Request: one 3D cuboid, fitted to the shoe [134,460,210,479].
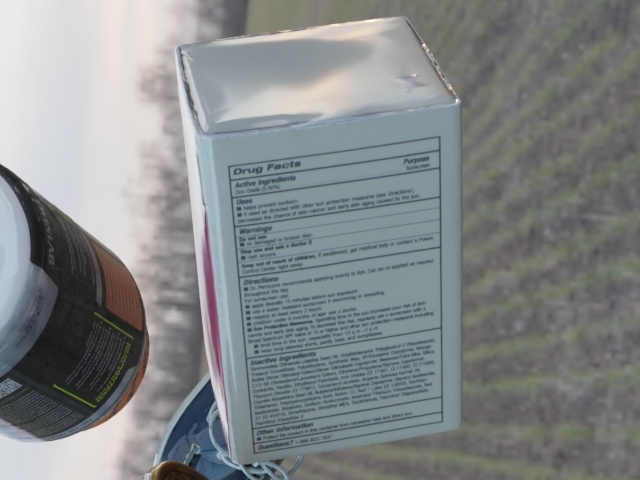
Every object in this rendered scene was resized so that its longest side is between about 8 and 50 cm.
[{"bbox_3d":[-0.043,0.203,0.977,0.058,0.219,0.076,-35,34,24],"label":"shoe"}]

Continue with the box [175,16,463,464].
[{"bbox_3d":[0.000,0.000,0.979,0.127,0.149,0.232,-111,15,-57],"label":"box"}]

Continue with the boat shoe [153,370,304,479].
[{"bbox_3d":[-0.051,0.144,1.289,0.254,0.095,0.079,-57,26,-1],"label":"boat shoe"}]

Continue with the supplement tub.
[{"bbox_3d":[-0.262,0.059,1.336,0.316,0.193,0.193,52,-140,-68],"label":"supplement tub"}]
